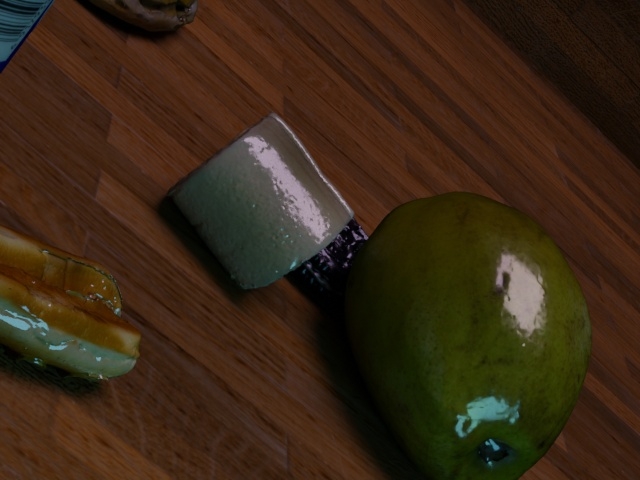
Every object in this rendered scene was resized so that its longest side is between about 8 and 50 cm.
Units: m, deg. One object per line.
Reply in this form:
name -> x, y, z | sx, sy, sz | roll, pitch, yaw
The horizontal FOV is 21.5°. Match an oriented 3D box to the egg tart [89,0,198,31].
egg tart -> -0.245, -0.400, 1.981 | 0.345, 0.132, 0.345 | 40, 20, -18

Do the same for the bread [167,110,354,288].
bread -> -0.060, -0.035, 1.683 | 0.141, 0.134, 0.148 | 52, 31, -2

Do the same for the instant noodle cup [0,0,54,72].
instant noodle cup -> -0.303, -0.224, 1.242 | 0.284, 0.312, 0.284 | 41, 21, -19

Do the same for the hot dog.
hot dog -> -0.232, 0.040, 1.265 | 0.269, 0.072, 0.109 | 28, 26, -49

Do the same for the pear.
pear -> 0.151, 0.098, 1.728 | 0.253, 0.253, 0.307 | 34, 34, -36

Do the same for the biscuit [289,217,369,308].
biscuit -> 0.000, 0.000, 1.865 | 0.194, 0.053, 0.194 | 42, 19, -19
